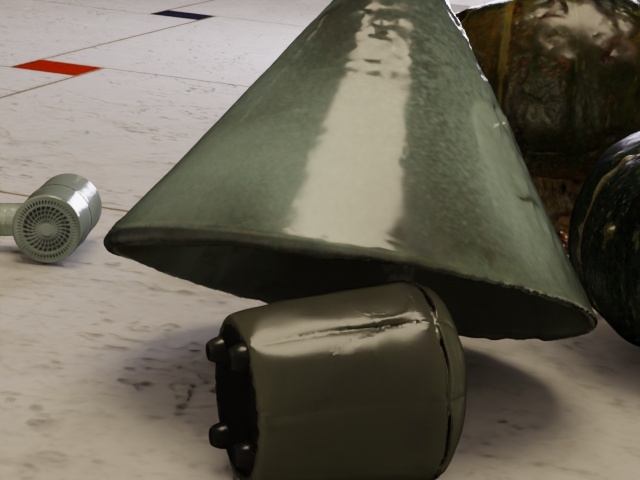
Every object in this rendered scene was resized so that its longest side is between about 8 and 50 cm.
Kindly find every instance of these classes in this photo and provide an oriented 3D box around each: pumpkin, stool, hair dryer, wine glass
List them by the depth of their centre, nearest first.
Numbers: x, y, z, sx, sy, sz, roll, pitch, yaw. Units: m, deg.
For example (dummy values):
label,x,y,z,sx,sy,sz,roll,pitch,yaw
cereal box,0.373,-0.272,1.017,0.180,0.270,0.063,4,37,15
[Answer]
label,x,y,z,sx,sy,sz,roll,pitch,yaw
stool,0.006,0.067,0.719,0.110,0.096,0.096,-4,16,-19
wine glass,0.050,-0.162,0.865,0.267,0.405,0.267,10,-7,1
pumpkin,0.238,0.003,0.937,0.190,0.146,0.190,1,30,0
hair dryer,-0.222,-0.015,1.073,0.137,0.047,0.082,-2,13,2
pumpkin,0.195,-0.094,1.274,0.260,0.189,0.260,-2,-8,0

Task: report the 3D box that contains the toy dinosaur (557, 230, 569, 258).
label,x,y,z,sx,sy,sz,roll,pitch,yaw
toy dinosaur,0.152,0.022,1.033,0.154,0.049,0.055,-1,12,-3
